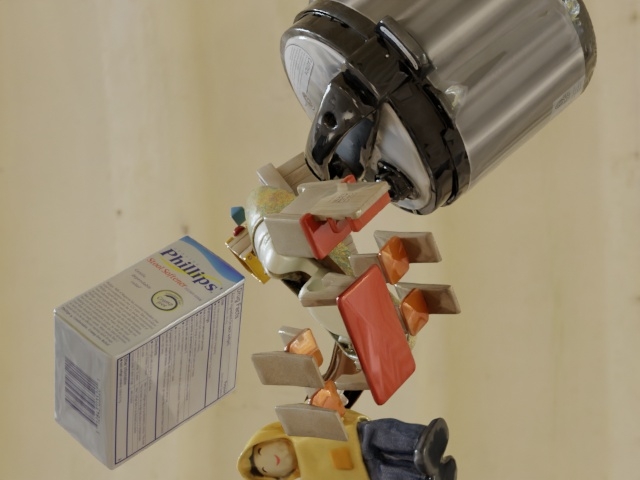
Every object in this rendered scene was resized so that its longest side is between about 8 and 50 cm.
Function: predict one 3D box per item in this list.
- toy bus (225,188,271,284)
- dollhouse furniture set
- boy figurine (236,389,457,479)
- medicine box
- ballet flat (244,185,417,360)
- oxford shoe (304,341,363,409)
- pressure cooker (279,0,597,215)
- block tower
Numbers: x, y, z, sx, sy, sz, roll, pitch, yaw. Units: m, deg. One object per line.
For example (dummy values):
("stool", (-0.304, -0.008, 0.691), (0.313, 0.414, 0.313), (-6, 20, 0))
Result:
("toy bus", (-0.077, -0.011, 2.735), (0.202, 0.191, 0.104), (-14, -49, 29))
("dollhouse furniture set", (0.046, 0.063, 1.627), (0.135, 0.262, 0.259), (0, -58, 41))
("boy figurine", (0.022, 0.259, 1.777), (0.285, 0.092, 0.177), (1, -63, 27))
("medicine box", (-0.276, 0.180, 2.330), (0.149, 0.289, 0.263), (35, -43, 28))
("ballet flat", (-0.010, 0.046, 2.022), (0.348, 0.123, 0.123), (44, -13, 23))
("oxford shoe", (0.056, 0.191, 2.203), (0.076, 0.212, 0.076), (34, -15, -33))
("pressure cooker", (0.145, -0.245, 2.095), (0.375, 0.420, 0.370), (32, -23, 51))
("block tower", (0.000, 0.000, 2.410), (0.097, 0.091, 0.335), (-32, -46, -8))
